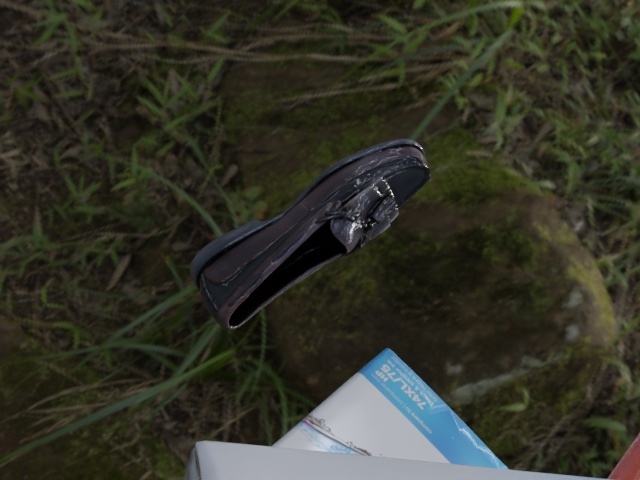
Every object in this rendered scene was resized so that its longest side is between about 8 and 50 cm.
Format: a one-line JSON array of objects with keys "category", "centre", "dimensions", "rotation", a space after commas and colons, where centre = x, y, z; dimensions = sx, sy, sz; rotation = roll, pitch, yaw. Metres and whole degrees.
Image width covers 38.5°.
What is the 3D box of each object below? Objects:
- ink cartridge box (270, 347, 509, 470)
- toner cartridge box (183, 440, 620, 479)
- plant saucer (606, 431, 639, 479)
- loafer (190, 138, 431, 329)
[{"category": "ink cartridge box", "centre": [0.016, 0.277, 0.854], "dimensions": [0.197, 0.198, 0.270], "rotation": [45, 37, 11]}, {"category": "toner cartridge box", "centre": [0.121, 0.169, 0.336], "dimensions": [0.347, 0.075, 0.165], "rotation": [9, 25, -18]}, {"category": "plant saucer", "centre": [0.453, 0.418, 1.351], "dimensions": [0.258, 0.047, 0.259], "rotation": [-42, 139, -28]}, {"category": "loafer", "centre": [0.000, 0.000, 1.028], "dimensions": [0.095, 0.302, 0.109], "rotation": [63, 5, 38]}]
